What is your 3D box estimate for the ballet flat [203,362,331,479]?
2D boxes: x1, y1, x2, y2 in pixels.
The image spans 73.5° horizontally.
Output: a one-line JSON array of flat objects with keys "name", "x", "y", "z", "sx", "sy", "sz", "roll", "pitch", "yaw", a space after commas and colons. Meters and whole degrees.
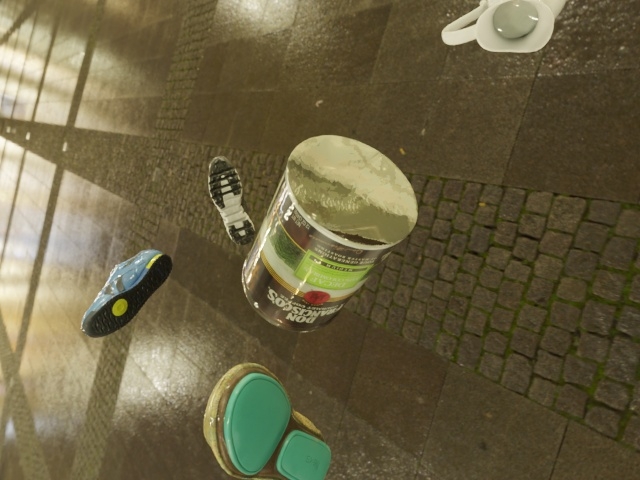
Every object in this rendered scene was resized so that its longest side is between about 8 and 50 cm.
[{"name": "ballet flat", "x": -0.087, "y": 0.260, "z": 0.589, "sx": 0.123, "sy": 0.349, "sz": 0.123, "roll": -12, "pitch": 48, "yaw": 13}]

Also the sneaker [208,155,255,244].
[{"name": "sneaker", "x": -0.228, "y": -0.106, "z": 1.067, "sx": 0.106, "sy": 0.078, "sz": 0.235, "roll": -125, "pitch": 18, "yaw": -55}]

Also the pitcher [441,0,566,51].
[{"name": "pitcher", "x": 0.314, "y": -0.396, "z": 0.725, "sx": 0.177, "sy": 0.126, "sz": 0.207, "roll": 9, "pitch": 51, "yaw": 33}]

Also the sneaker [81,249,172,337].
[{"name": "sneaker", "x": -0.371, "y": 0.093, "z": 0.801, "sx": 0.082, "sy": 0.209, "sz": 0.069, "roll": 12, "pitch": 133, "yaw": 21}]

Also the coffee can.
[{"name": "coffee can", "x": 0.000, "y": 0.000, "z": 0.697, "sx": 0.275, "sy": 0.201, "sz": 0.202, "roll": -58, "pitch": 42, "yaw": 48}]
